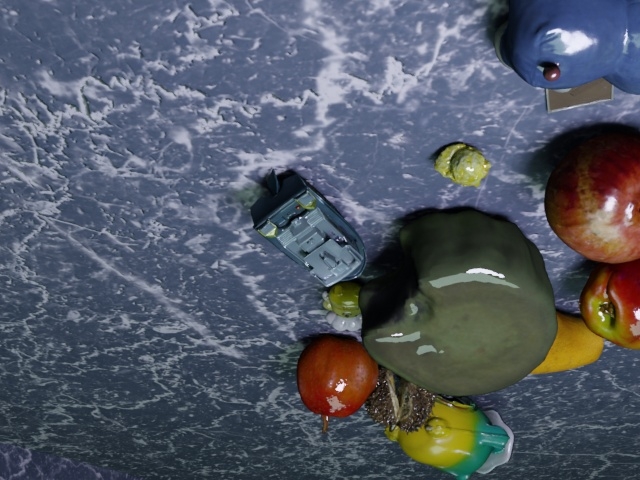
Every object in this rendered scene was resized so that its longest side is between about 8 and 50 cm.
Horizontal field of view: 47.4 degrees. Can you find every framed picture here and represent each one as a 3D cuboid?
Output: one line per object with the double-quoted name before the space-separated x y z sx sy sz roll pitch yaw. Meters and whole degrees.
"framed picture" 0.354 -0.205 0.995 0.089 0.007 0.066 -10 147 16

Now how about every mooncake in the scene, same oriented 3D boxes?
"mooncake" 0.247 0.112 1.297 0.351 0.187 0.351 2 128 2

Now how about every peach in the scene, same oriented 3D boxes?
"peach" 0.589 0.104 1.346 0.197 0.197 0.197 0 149 0

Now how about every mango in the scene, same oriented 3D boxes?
"mango" 0.438 0.206 1.540 0.359 0.144 0.187 15 148 -26

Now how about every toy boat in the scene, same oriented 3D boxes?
"toy boat" 0.000 0.002 1.231 0.114 0.122 0.296 -35 142 10

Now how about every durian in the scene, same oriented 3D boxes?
"durian" 0.196 0.410 1.843 0.196 0.167 0.196 6 116 12

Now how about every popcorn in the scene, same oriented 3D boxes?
"popcorn" 0.215 -0.115 1.100 0.083 0.060 0.068 18 -178 15

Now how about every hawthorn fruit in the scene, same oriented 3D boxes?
"hawthorn fruit" 0.030 0.334 1.679 0.196 0.226 0.196 11 151 6

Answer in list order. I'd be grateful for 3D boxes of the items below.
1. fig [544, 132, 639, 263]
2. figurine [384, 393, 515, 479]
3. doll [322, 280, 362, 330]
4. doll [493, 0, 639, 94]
"fig" 0.423 -0.067 1.074 0.205 0.205 0.205 0 149 0
"figurine" 0.354 0.535 2.002 0.340 0.232 0.323 20 156 -35
"doll" 0.056 0.137 1.507 0.106 0.062 0.162 4 150 3
"doll" 0.333 -0.249 0.810 0.258 0.154 0.228 -8 144 1
